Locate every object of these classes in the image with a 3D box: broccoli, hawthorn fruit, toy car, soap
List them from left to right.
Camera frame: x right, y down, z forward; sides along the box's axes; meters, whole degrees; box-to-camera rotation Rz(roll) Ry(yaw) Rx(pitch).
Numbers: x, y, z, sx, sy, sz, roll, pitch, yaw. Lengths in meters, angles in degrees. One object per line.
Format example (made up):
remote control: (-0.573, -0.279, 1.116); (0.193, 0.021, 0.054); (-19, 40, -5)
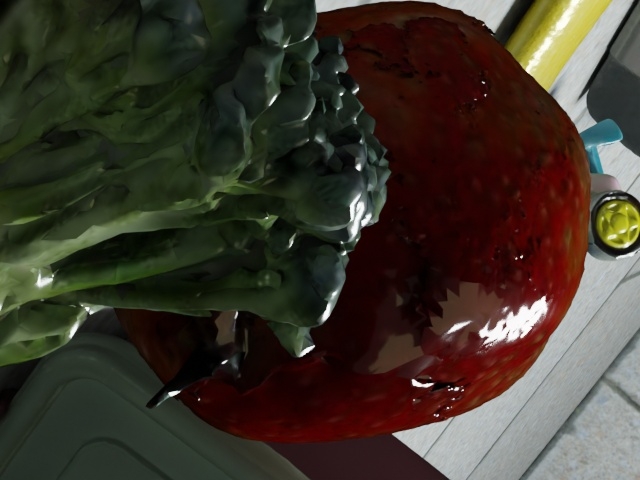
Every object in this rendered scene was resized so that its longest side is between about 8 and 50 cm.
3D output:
broccoli: (-0.124, 0.024, 0.470); (0.304, 0.145, 0.165); (-36, 159, -2)
hawthorn fruit: (0.000, 0.000, 0.629); (0.235, 0.181, 0.181); (-33, 158, -57)
toy car: (0.135, -0.018, 1.169); (0.161, 0.098, 0.126); (-13, 176, -17)
soap: (0.142, -0.133, 0.972); (0.168, 0.033, 0.089); (-56, 161, 23)

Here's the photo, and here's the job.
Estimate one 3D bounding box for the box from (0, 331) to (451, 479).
box: (-0.026, 0.169, 0.780); (0.193, 0.294, 0.167); (-54, 175, 19)

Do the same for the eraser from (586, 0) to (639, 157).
eraser: (0.288, -0.196, 1.124); (0.061, 0.089, 0.352); (-38, 161, -44)
